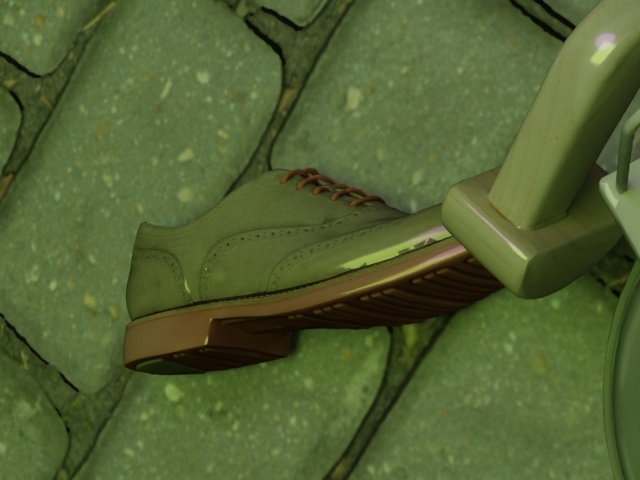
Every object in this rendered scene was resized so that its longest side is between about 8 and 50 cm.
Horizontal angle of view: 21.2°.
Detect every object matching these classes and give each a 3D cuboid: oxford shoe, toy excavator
[{"bbox_3d":[0.000,0.000,1.337,0.397,0.140,0.146,-15,72,27],"label":"oxford shoe"},{"bbox_3d":[0.266,-0.205,1.077,0.445,0.433,0.222,-35,64,-20],"label":"toy excavator"}]

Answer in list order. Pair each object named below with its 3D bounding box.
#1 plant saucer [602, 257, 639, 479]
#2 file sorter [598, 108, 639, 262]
[{"bbox_3d":[0.339,0.120,1.105,0.400,0.101,0.400,3,95,41],"label":"plant saucer"},{"bbox_3d":[0.306,0.021,0.941,0.193,0.173,0.277,-27,74,1],"label":"file sorter"}]
